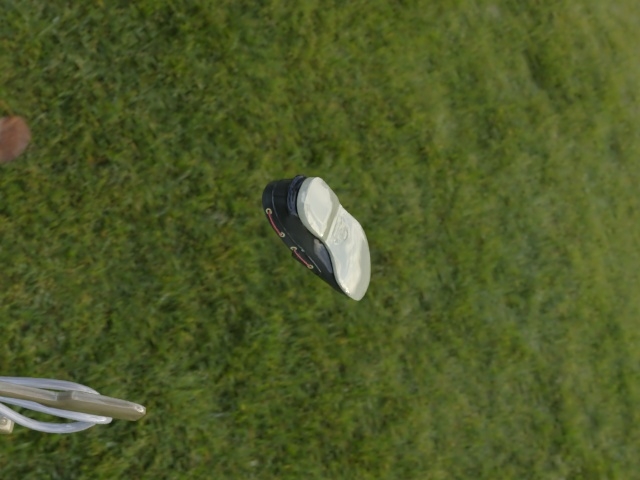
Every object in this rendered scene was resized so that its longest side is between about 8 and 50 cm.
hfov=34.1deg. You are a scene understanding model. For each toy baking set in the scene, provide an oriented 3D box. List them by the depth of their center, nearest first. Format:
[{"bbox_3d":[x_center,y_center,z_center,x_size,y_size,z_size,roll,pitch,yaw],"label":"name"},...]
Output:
[{"bbox_3d":[-0.231,0.079,0.598,0.196,0.256,0.030,31,56,-46],"label":"toy baking set"}]

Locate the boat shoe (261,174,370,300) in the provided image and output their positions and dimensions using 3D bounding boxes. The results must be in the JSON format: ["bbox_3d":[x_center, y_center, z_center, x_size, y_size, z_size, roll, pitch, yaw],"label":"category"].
[{"bbox_3d":[0.001,-0.002,0.773,0.133,0.042,0.049,54,48,-46],"label":"boat shoe"}]
